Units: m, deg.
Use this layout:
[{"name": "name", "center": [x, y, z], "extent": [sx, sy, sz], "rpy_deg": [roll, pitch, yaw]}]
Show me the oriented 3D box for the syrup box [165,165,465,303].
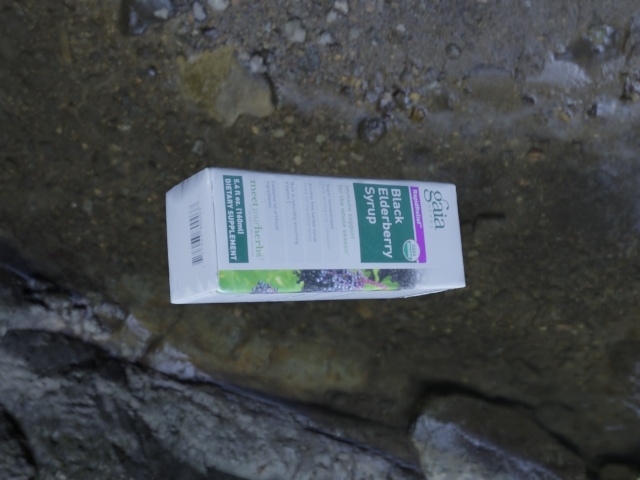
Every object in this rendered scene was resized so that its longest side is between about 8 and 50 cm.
[{"name": "syrup box", "center": [0.000, 0.000, 0.681], "extent": [0.236, 0.093, 0.096], "rpy_deg": [1, 170, -31]}]
